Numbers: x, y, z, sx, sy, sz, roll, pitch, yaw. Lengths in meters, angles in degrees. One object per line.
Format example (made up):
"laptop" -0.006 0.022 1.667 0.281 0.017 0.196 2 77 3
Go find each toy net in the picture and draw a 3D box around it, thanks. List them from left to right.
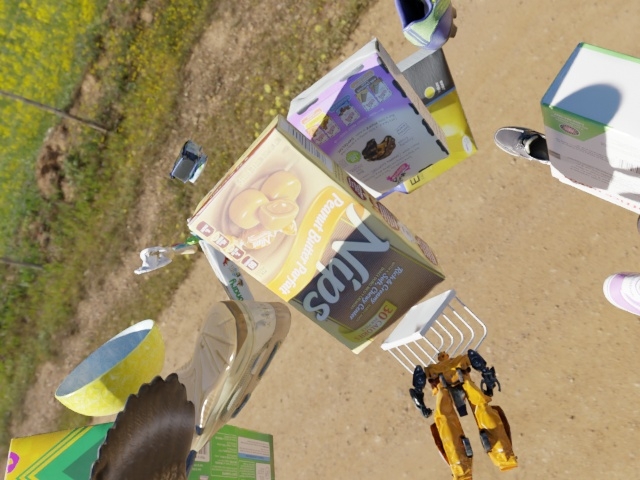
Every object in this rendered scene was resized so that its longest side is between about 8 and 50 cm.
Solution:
"toy net" -0.307 0.010 1.119 0.122 0.232 0.045 -5 105 33

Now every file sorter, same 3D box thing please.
"file sorter" 0.360 0.309 1.709 0.193 0.173 0.278 -45 -1 -25

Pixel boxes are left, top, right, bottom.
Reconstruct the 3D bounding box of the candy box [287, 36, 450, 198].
"candy box" 0.075 -0.172 0.818 0.164 0.196 0.070 -30 30 26

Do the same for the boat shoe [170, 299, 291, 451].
"boat shoe" -0.130 0.190 0.718 0.109 0.098 0.302 55 131 33

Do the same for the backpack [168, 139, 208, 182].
"backpack" -0.379 -0.230 1.570 0.105 0.084 0.114 -52 24 28

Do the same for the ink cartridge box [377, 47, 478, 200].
"ink cartridge box" 0.213 -0.275 1.341 0.307 0.304 0.072 -34 32 -4

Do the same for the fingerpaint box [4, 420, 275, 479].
"fingerpaint box" -0.351 0.499 1.143 0.370 0.445 0.163 -13 62 14

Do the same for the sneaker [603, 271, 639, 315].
"sneaker" 0.704 0.123 1.000 0.161 0.281 0.102 81 -160 -82

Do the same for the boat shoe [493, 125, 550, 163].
"boat shoe" 0.704 -0.318 1.780 0.285 0.092 0.103 34 105 33

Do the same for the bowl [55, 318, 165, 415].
"bowl" -0.502 0.353 1.371 0.289 0.156 0.289 -30 15 9

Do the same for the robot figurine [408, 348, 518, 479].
"robot figurine" 0.330 0.398 1.252 0.210 0.085 0.291 -17 52 5

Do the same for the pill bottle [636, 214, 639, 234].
"pill bottle" 0.889 -0.027 1.359 0.130 0.130 0.246 -49 3 28

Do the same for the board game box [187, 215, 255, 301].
"board game box" -0.258 0.077 1.457 0.306 0.053 0.193 66 165 -18

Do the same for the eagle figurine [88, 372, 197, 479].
"eagle figurine" -0.157 0.316 0.503 0.226 0.225 0.298 -38 62 8

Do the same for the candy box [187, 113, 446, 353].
"candy box" 0.000 0.000 0.757 0.183 0.316 0.088 -44 19 19

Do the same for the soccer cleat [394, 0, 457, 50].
"soccer cleat" 0.190 -0.501 1.023 0.093 0.121 0.289 -27 61 53

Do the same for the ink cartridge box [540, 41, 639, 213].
"ink cartridge box" 0.468 -0.157 0.829 0.198 0.273 0.115 33 90 31
